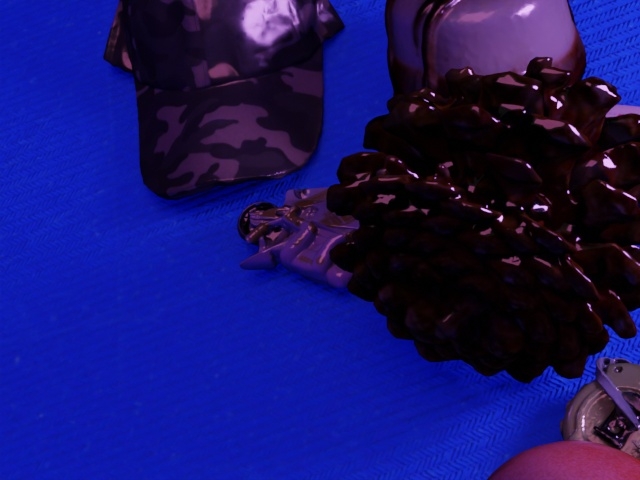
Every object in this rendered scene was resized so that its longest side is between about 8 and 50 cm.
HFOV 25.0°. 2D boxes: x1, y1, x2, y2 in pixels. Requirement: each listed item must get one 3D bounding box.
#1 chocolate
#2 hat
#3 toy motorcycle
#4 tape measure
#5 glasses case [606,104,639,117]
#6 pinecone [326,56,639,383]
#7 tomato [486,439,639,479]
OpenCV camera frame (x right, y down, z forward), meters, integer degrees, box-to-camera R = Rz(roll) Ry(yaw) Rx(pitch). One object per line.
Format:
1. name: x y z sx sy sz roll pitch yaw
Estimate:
1. chocolate: 0.201 -0.277 1.908 0.284 0.186 0.283 -16 35 12
2. hat: -0.156 -0.257 2.045 0.366 0.257 0.381 -14 36 10
3. toy motorcycle: 0.000 0.000 1.898 0.225 0.073 0.152 -9 58 10
4. tape measure: 0.351 0.219 1.641 0.154 0.087 0.177 -42 54 -6
5. glasses case: 0.366 -0.115 1.862 0.328 0.076 0.125 8 57 22
6. pinecone: 0.220 -0.041 1.670 0.398 0.397 0.397 -8 56 12
7. tomato: 0.267 0.334 1.503 0.256 0.224 0.255 -9 75 35
